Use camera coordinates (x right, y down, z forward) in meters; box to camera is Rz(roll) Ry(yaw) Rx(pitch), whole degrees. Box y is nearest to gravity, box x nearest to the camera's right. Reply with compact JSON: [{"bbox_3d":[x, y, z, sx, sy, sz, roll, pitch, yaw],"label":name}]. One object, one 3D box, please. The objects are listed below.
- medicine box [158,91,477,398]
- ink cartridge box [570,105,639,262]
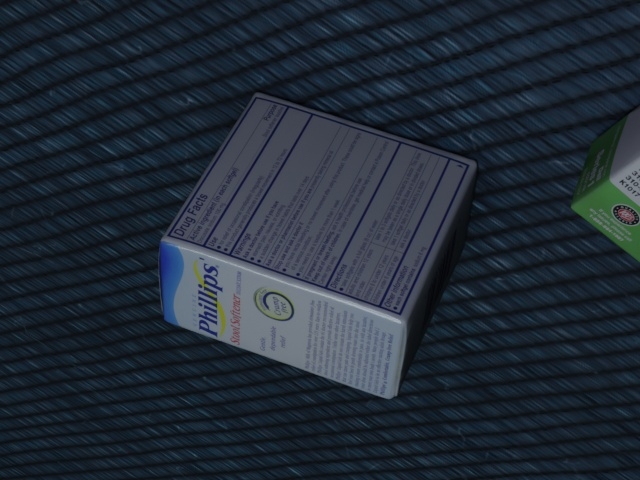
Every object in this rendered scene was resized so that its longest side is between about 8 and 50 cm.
[{"bbox_3d":[0.000,0.000,1.592,0.289,0.263,0.149,18,139,12],"label":"medicine box"},{"bbox_3d":[0.421,-0.073,1.385,0.201,0.117,0.278,37,139,-11],"label":"ink cartridge box"}]
